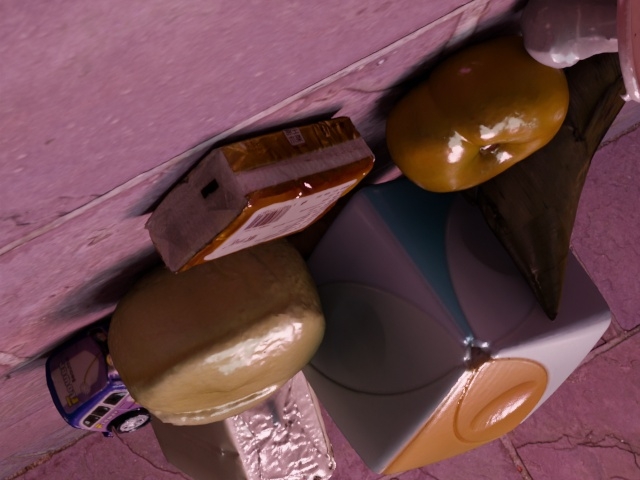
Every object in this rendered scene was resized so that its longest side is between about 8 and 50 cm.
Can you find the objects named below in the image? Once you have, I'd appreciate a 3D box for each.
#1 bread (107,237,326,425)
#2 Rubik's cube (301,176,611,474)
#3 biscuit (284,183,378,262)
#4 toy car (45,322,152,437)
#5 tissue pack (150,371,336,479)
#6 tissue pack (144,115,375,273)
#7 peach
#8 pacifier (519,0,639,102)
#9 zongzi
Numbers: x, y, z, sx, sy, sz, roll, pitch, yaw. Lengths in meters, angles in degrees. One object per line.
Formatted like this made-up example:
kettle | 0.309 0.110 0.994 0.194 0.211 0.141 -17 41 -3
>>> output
bread | -0.156 0.119 1.478 0.320 0.237 0.320 -29 158 -13
Rubik's cube | 0.188 0.121 1.571 0.352 0.352 0.347 -7 142 -37
biscuit | 0.000 0.000 1.740 0.325 0.107 0.326 -31 171 -6
toy car | -0.340 0.212 1.656 0.235 0.172 0.158 -37 156 19
tissue pack | -0.171 0.295 1.822 0.207 0.297 0.380 -26 -161 -30
tissue pack | -0.067 -0.053 1.157 0.226 0.092 0.183 -24 171 -47
peach | 0.198 -0.161 1.285 0.251 0.153 0.251 -21 157 -10
pacifier | 0.367 -0.240 1.094 0.273 0.221 0.332 -32 149 23
zongzi | 0.359 -0.107 1.426 0.323 0.361 0.160 -33 155 12
